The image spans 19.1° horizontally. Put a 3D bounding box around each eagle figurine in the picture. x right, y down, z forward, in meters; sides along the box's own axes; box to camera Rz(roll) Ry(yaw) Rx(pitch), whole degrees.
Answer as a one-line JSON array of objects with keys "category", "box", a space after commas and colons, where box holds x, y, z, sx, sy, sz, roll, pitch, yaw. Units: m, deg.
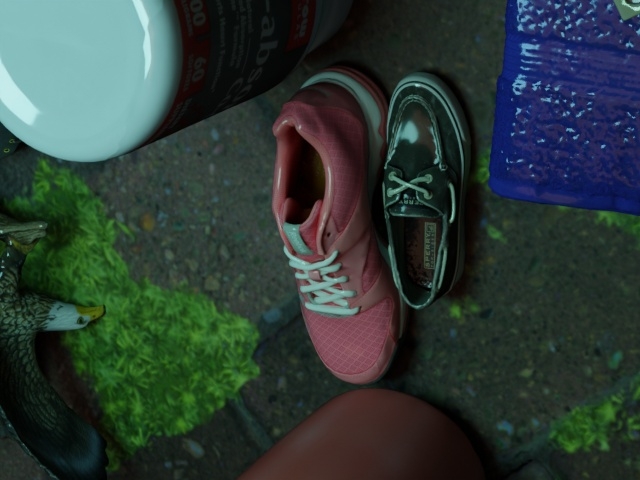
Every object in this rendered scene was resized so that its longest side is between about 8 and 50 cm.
[{"category": "eagle figurine", "box": [-0.330, 0.112, 1.993, 0.225, 0.226, 0.298, 4, 105, 6]}]

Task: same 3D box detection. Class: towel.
[{"category": "towel", "box": [0.269, -0.170, 1.633, 0.228, 0.076, 0.308, 11, 112, 18]}]

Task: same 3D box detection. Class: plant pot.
[{"category": "plant pot", "box": [0.030, 0.283, 1.796, 0.275, 0.243, 0.275, 13, 124, 20]}]

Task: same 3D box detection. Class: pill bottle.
[{"category": "pill bottle", "box": [-0.125, -0.209, 1.657, 0.210, 0.363, 0.210, 10, 112, 26]}]

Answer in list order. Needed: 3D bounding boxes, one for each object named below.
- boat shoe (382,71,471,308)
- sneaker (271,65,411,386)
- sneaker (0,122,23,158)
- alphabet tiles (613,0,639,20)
[{"category": "boat shoe", "box": [0.096, -0.044, 1.764, 0.078, 0.070, 0.219, 1, 109, 23]}, {"category": "sneaker", "box": [-0.001, 0.000, 1.797, 0.116, 0.136, 0.313, 2, 108, 29]}, {"category": "sneaker", "box": [-0.289, -0.149, 1.953, 0.222, 0.083, 0.118, -1, 125, 22]}, {"category": "alphabet tiles", "box": [0.237, -0.360, 1.508, 0.285, 0.011, 0.342, -23, 96, 37]}]
